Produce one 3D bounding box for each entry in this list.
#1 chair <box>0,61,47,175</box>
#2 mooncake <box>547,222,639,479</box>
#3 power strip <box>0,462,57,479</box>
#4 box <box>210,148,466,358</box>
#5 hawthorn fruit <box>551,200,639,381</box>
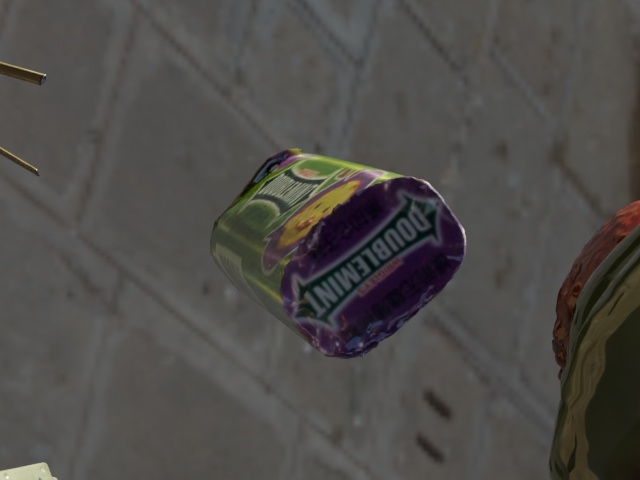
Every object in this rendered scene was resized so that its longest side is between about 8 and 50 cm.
[{"bbox_3d":[-0.353,-0.130,1.679,0.104,0.221,0.095,-52,156,-24],"label":"chair"},{"bbox_3d":[0.228,-0.007,0.429,0.187,0.351,0.351,55,30,9],"label":"mooncake"},{"bbox_3d":[-0.174,0.151,1.000,0.051,0.019,0.136,67,19,9],"label":"power strip"},{"bbox_3d":[0.000,0.000,1.364,0.134,0.345,0.097,-42,101,-4],"label":"box"},{"bbox_3d":[0.244,0.063,0.916,0.205,0.253,0.205,-6,90,-83],"label":"hawthorn fruit"}]
